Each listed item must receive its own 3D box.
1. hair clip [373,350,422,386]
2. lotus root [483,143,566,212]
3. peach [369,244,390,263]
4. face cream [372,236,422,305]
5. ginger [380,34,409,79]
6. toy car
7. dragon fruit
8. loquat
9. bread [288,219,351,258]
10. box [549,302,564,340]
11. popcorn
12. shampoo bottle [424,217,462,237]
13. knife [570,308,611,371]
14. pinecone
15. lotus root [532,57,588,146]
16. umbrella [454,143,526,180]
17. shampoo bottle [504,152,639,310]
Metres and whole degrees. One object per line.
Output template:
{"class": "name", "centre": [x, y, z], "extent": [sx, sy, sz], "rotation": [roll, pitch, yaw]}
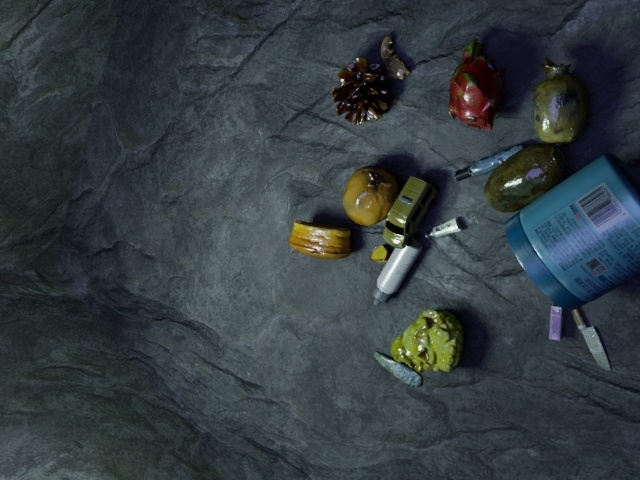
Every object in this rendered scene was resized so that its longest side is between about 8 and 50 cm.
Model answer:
{"class": "hair clip", "centre": [0.304, 0.514, 2.144], "extent": [0.229, 0.036, 0.065], "rotation": [29, 109, 27]}
{"class": "lotus root", "centre": [0.635, -0.191, 1.668], "extent": [0.160, 0.152, 0.275], "rotation": [45, 138, -2]}
{"class": "peach", "centre": [0.239, 0.063, 2.084], "extent": [0.083, 0.050, 0.077], "rotation": [-47, 47, 23]}
{"class": "face cream", "centre": [0.281, 0.130, 2.046], "extent": [0.092, 0.092, 0.311], "rotation": [38, 118, 23]}
{"class": "ginger", "centre": [0.260, -0.654, 1.921], "extent": [0.070, 0.051, 0.173], "rotation": [-29, 84, 32]}
{"class": "toy car", "centre": [0.311, -0.100, 1.912], "extent": [0.101, 0.124, 0.256], "rotation": [31, 89, 35]}
{"class": "dragon fruit", "centre": [0.511, -0.496, 1.718], "extent": [0.199, 0.200, 0.268], "rotation": [-5, 57, 42]}
{"class": "loquat", "centre": [0.186, -0.167, 1.978], "extent": [0.193, 0.238, 0.238], "rotation": [25, 117, -3]}
{"class": "bread", "centre": [0.000, 0.000, 2.155], "extent": [0.270, 0.195, 0.142], "rotation": [11, 96, 30]}
{"class": "box", "centre": [0.777, 0.266, 1.750], "extent": [0.036, 0.051, 0.117], "rotation": [6, 105, 33]}
{"class": "popcorn", "centre": [0.413, 0.388, 1.961], "extent": [0.225, 0.174, 0.286], "rotation": [45, 122, 11]}
{"class": "shampoo bottle", "centre": [0.443, -0.037, 1.933], "extent": [0.141, 0.034, 0.048], "rotation": [-24, 91, 38]}
{"class": "knife", "centre": [0.860, 0.290, 1.716], "extent": [0.047, 0.017, 0.297], "rotation": [-27, 84, 30]}
{"class": "pinecone", "centre": [0.148, -0.532, 1.939], "extent": [0.229, 0.201, 0.202], "rotation": [38, 151, -10]}
{"class": "lotus root", "centre": [0.714, -0.418, 1.588], "extent": [0.154, 0.154, 0.277], "rotation": [0, 100, 35]}
{"class": "umbrella", "centre": [0.568, -0.255, 1.784], "extent": [0.251, 0.052, 0.053], "rotation": [-23, 68, 34]}
{"class": "shampoo bottle", "centre": [0.772, -0.024, 1.519], "extent": [0.343, 0.331, 0.331], "rotation": [-42, 75, 33]}
